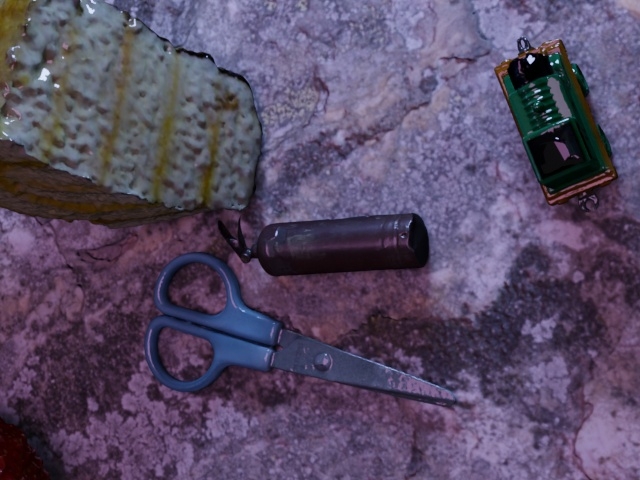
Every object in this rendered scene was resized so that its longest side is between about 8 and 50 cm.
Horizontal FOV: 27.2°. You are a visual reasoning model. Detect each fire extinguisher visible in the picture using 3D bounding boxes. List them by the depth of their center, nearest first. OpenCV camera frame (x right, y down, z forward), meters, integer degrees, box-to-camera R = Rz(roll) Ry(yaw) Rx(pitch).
[{"bbox_3d":[0.000,0.000,1.698,0.268,0.072,0.089,-4,123,22],"label":"fire extinguisher"}]

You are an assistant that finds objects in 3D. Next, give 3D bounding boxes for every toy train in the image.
[{"bbox_3d":[0.274,-0.140,1.559,0.091,0.136,0.227,-23,83,20],"label":"toy train"}]

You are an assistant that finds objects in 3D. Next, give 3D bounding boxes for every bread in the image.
[{"bbox_3d":[-0.301,-0.146,1.723,0.264,0.395,0.239,-12,64,46],"label":"bread"}]

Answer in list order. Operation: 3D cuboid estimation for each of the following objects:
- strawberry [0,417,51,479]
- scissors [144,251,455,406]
[{"bbox_3d":[-0.491,0.354,1.840,0.261,0.257,0.261,2,114,5],"label":"strawberry"},{"bbox_3d":[-0.032,0.148,1.735,0.447,0.029,0.192,15,95,23],"label":"scissors"}]
